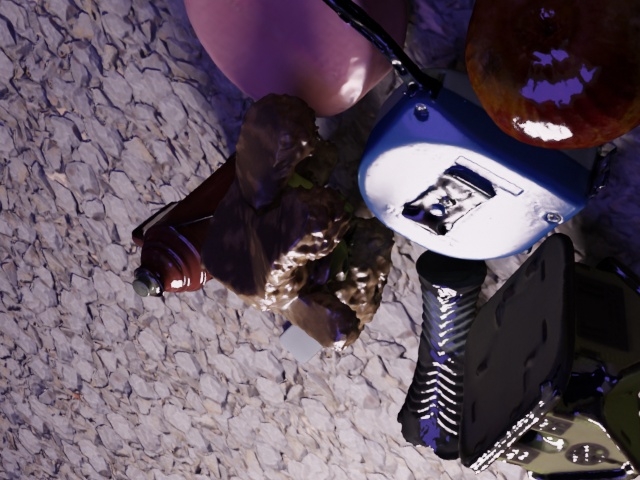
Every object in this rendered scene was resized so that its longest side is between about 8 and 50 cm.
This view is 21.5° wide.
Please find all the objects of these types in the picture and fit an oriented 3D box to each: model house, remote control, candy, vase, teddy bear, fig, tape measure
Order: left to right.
[{"bbox_3d":[-0.031,-0.240,1.720,0.255,0.094,0.255,25,138,25],"label":"candy"},{"bbox_3d":[-0.001,0.102,2.053,0.050,0.027,0.184,46,143,2],"label":"remote control"},{"bbox_3d":[0.005,-0.005,1.764,0.296,0.222,0.246,128,135,-53],"label":"teddy bear"},{"bbox_3d":[0.088,-0.104,1.644,0.351,0.098,0.215,30,145,-11],"label":"tape measure"},{"bbox_3d":[0.143,0.120,1.881,0.115,0.115,0.237,22,131,28],"label":"vase"},{"bbox_3d":[0.222,-0.171,1.481,0.205,0.205,0.205,25,138,25],"label":"fig"},{"bbox_3d":[0.309,0.148,1.720,0.279,0.205,0.218,18,142,-15],"label":"model house"}]

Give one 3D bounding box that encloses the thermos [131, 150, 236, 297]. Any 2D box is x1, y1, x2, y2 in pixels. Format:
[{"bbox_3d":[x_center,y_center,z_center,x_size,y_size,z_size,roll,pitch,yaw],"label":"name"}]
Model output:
[{"bbox_3d":[-0.135,-0.012,1.911,0.124,0.232,0.099,25,138,27],"label":"thermos"}]
